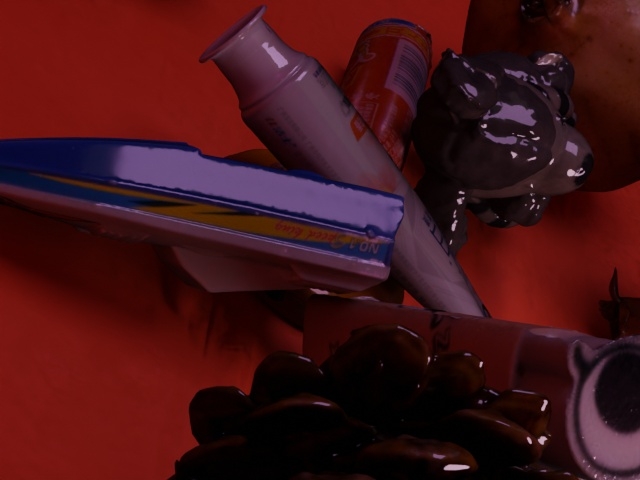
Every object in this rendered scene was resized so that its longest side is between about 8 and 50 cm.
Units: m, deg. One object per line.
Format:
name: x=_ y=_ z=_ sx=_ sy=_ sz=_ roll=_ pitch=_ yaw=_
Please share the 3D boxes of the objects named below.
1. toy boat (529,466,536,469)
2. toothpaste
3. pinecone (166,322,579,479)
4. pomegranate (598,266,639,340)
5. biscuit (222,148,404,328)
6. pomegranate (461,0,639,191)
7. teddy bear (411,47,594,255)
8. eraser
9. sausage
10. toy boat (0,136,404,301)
toy boat: x=0.102 y=0.185 z=1.000 sx=0.096 sy=0.206 sz=0.282 roll=-23 pitch=48 yaw=-32
toothpaste: x=0.041 y=-0.020 z=1.247 sx=0.323 sy=0.066 sz=0.100 roll=50 pitch=8 yaw=-14
pinecone: x=0.020 y=0.174 z=0.858 sx=0.224 sy=0.224 sz=0.272 roll=28 pitch=48 yaw=-24
pomegranate: x=0.390 y=0.046 z=1.473 sx=0.319 sy=0.319 sz=0.319 roll=31 pitch=28 yaw=-18
biscuit: x=0.002 y=-0.003 z=1.281 sx=0.170 sy=0.050 sz=0.170 roll=31 pitch=29 yaw=-19
pomegranate: x=0.256 y=-0.176 z=1.637 sx=0.264 sy=0.264 sz=0.264 roll=31 pitch=28 yaw=-18
teddy bear: x=0.140 y=-0.062 z=1.429 sx=0.144 sy=0.171 sz=0.251 roll=22 pitch=16 yaw=6
eraser: x=0.120 y=0.095 z=1.069 sx=0.171 sy=0.087 sz=0.290 roll=23 pitch=-8 yaw=-27
sausage: x=0.045 y=-0.102 z=1.464 sx=0.074 sy=0.074 sz=0.274 roll=35 pitch=28 yaw=-10
toy boat: x=-0.105 y=-0.020 z=1.108 sx=0.295 sy=0.088 sz=0.129 roll=11 pitch=0 yaw=-22
